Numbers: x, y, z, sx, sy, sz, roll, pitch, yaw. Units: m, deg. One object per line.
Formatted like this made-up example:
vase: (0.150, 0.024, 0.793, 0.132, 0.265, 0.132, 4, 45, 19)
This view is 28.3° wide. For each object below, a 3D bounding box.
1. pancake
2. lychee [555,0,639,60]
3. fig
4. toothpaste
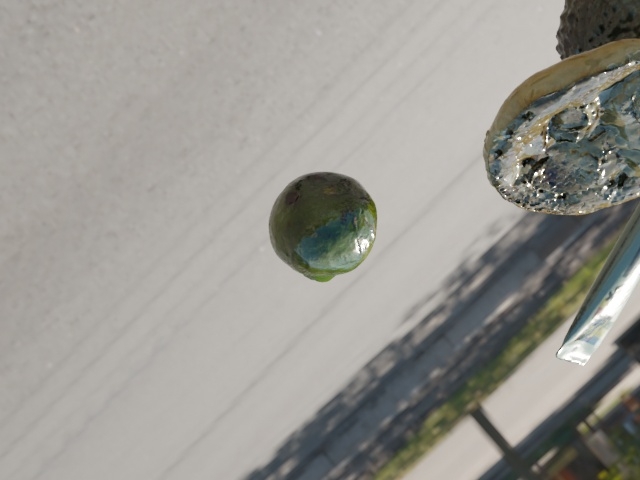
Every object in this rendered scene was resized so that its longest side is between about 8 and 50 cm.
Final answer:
pancake: (0.406, -0.155, 1.784, 0.386, 0.082, 0.387, -7, 149, -5)
lychee: (0.489, -0.318, 1.895, 0.274, 0.255, 0.255, -59, 173, -27)
fig: (0.000, 0.000, 1.428, 0.123, 0.123, 0.156, -30, 143, -35)
toothpaste: (0.306, 0.011, 1.242, 0.067, 0.037, 0.255, 15, 107, -50)
